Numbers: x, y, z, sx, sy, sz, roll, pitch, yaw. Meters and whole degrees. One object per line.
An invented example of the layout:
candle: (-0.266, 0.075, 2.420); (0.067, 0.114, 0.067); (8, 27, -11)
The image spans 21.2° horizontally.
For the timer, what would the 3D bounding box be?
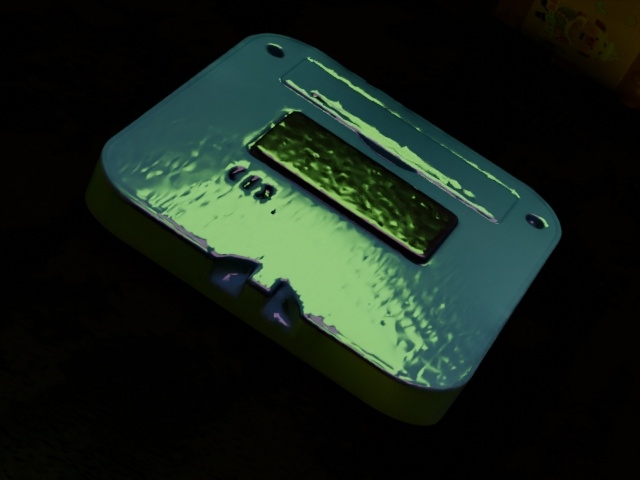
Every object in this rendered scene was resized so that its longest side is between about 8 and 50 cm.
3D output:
timer: (0.000, 0.000, 0.982); (0.232, 0.091, 0.250); (35, 30, 7)

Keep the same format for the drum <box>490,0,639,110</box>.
drum: (0.400, -0.376, 1.980); (0.214, 0.431, 0.431); (36, 19, 5)
